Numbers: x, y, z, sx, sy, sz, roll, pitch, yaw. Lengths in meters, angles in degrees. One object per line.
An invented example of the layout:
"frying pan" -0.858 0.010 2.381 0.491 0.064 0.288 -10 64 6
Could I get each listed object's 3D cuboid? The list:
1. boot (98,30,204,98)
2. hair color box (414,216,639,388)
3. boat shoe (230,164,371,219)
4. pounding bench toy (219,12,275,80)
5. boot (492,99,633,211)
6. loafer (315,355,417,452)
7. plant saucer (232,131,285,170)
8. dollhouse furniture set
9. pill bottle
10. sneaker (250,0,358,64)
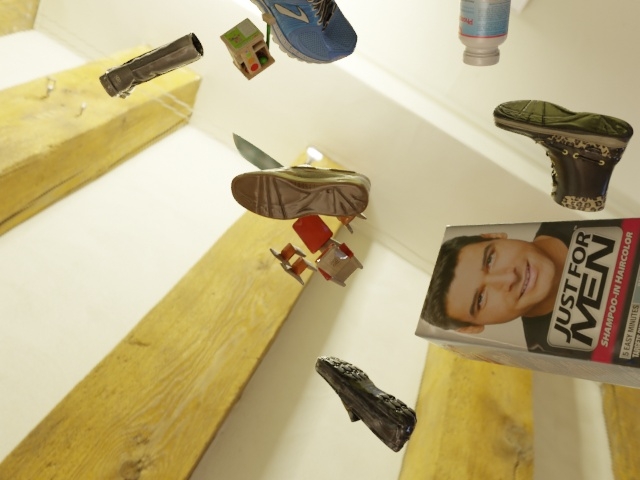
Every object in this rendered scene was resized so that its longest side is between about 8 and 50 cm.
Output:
"boot" -0.344 -0.370 1.398 0.076 0.208 0.190 58 -175 -23
"hair color box" 0.314 0.078 0.911 0.113 0.186 0.374 27 164 -31
"boat shoe" -0.041 -0.113 1.454 0.302 0.109 0.098 2 -149 10
"pounding bench toy" -0.095 -0.293 1.010 0.052 0.083 0.065 51 175 32
"boot" 0.419 -0.149 1.210 0.236 0.179 0.085 16 -133 22
"loafer" 0.066 0.275 1.155 0.223 0.078 0.076 33 -165 38
"plant saucer" -0.144 -0.194 1.640 0.195 0.037 0.195 34 179 0
"dollhouse furniture set" 0.000 0.000 1.828 0.135 0.262 0.259 39 -172 -42
"pill bottle" 0.284 -0.391 1.168 0.087 0.160 0.087 -2 -150 1
"sneaker" -0.029 -0.403 1.113 0.147 0.130 0.330 6 165 39
